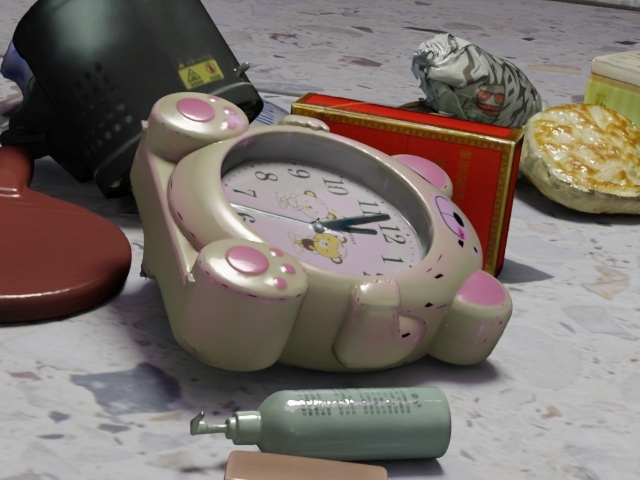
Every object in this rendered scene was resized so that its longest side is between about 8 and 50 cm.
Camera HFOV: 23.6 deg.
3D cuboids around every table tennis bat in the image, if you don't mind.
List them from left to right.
[{"bbox_3d":[-0.319,-0.013,1.496,0.268,0.051,0.415,4,20,-9],"label":"table tennis bat"}]

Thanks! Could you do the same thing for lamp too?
[{"bbox_3d":[-0.186,-0.181,1.667,0.272,0.374,0.205,42,35,16],"label":"lamp"}]

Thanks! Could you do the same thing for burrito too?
[{"bbox_3d":[0.210,-0.212,2.099,0.139,0.101,0.445,46,13,13],"label":"burrito"}]

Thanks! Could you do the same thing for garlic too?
[{"bbox_3d":[0.120,-0.150,2.061,0.084,0.066,0.152,-18,8,12],"label":"garlic"}]

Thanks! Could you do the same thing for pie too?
[{"bbox_3d":[0.336,-0.090,1.890,0.205,0.084,0.179,1,43,-21],"label":"pie"}]

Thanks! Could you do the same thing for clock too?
[{"bbox_3d":[0.000,0.000,1.346,0.309,0.114,0.284,6,37,-25],"label":"clock"}]

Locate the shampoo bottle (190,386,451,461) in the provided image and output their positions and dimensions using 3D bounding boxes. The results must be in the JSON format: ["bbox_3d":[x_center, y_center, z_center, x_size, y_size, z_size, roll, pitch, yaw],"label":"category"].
[{"bbox_3d":[-0.002,0.136,1.133,0.195,0.056,0.056,1,19,-17],"label":"shampoo bottle"}]

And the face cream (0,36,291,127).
[{"bbox_3d":[-0.208,-0.183,2.004,0.420,0.137,0.235,16,15,-9],"label":"face cream"}]

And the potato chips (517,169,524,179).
[{"bbox_3d":[0.205,-0.118,1.983,0.228,0.059,0.167,8,22,-16],"label":"potato chips"}]

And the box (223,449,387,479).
[{"bbox_3d":[-0.011,0.172,1.071,0.115,0.025,0.048,6,23,-1],"label":"box"}]

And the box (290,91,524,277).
[{"bbox_3d":[0.082,-0.058,1.606,0.239,0.153,0.074,11,23,13],"label":"box"}]

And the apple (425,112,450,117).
[{"bbox_3d":[0.129,-0.080,1.743,0.126,0.126,0.102,10,43,10],"label":"apple"}]

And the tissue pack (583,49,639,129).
[{"bbox_3d":[0.517,-0.192,2.218,0.159,0.125,0.234,-11,26,-41],"label":"tissue pack"}]
